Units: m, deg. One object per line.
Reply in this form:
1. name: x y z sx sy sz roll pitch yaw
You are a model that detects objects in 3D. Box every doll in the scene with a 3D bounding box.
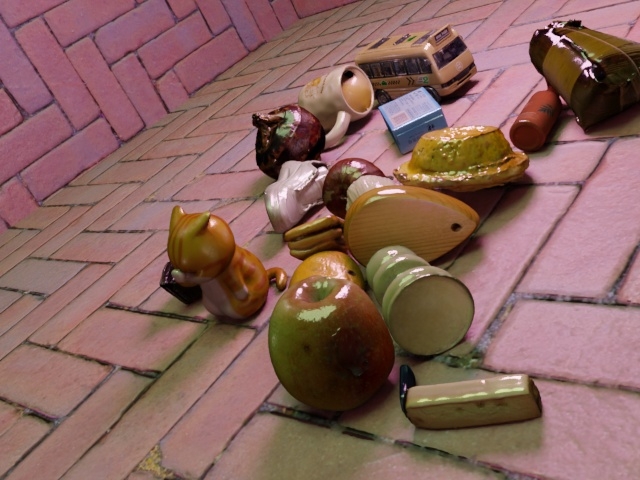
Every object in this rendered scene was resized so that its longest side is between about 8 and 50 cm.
1. doll: -0.218 0.056 1.509 0.167 0.269 0.162 0 54 41

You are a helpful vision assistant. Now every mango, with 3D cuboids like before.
1. mango: 0.006 0.114 1.336 0.157 0.108 0.262 -4 33 18

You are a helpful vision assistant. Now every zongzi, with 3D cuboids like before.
1. zongzi: 0.669 -0.415 1.591 0.318 0.154 0.289 -17 53 -6

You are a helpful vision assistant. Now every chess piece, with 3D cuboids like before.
1. chess piece: 0.155 0.084 1.234 0.144 0.144 0.251 -28 19 -1

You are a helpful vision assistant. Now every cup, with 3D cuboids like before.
1. cup: 0.048 -0.403 2.220 0.173 0.255 0.202 3 -13 -44

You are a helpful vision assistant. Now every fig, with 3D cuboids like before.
1. fig: 0.106 -0.110 1.666 0.160 0.231 0.143 -13 72 29

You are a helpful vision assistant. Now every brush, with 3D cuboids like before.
1. brush: 0.178 -0.041 1.408 0.267 0.174 0.166 -4 21 8

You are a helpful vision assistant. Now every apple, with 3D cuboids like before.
1. apple: 0.009 0.168 1.135 0.207 0.188 0.173 -11 29 29

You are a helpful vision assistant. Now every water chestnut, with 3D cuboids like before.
1. water chestnut: -0.109 -0.292 2.057 0.224 0.238 0.223 -35 43 41

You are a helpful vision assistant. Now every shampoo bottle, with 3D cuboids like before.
1. shampoo bottle: 0.511 -0.298 1.634 0.085 0.085 0.244 -5 34 38

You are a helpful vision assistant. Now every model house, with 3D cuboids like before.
1. model house: -0.285 0.070 1.691 0.152 0.106 0.165 -23 30 13

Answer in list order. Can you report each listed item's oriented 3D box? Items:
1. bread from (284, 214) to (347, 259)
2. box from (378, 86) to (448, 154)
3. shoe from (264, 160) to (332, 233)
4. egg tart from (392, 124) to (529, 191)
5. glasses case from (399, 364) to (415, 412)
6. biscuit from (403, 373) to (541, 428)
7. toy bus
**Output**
1. bread: 0.000 0.000 1.489 0.116 0.077 0.200 -15 -8 11
2. box: 0.256 -0.336 1.952 0.143 0.083 0.232 -25 24 6
3. shoe: -0.037 -0.127 1.814 0.159 0.124 0.316 -12 29 15
4. egg tart: 0.295 -0.176 1.499 0.288 0.118 0.288 -9 18 3
5. glasses case: 0.135 0.226 1.086 0.023 0.033 0.083 -9 30 13
6. biscuit: 0.210 0.225 0.990 0.188 0.056 0.052 -13 29 25
7. toy bus: 0.282 -0.531 2.152 0.177 0.201 0.365 -40 29 -27
